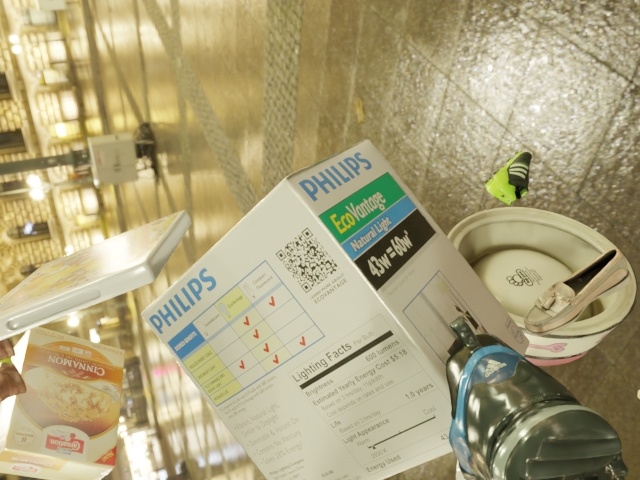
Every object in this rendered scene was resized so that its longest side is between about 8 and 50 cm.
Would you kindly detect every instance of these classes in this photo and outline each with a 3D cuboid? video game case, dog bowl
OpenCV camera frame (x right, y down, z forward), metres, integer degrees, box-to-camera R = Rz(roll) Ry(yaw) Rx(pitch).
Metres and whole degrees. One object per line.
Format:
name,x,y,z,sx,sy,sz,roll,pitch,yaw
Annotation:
video game case,-0.262,0.035,0.693,0.227,0.207,0.026,-99,-12,-74
dog bowl,0.465,0.103,1.356,0.408,0.408,0.150,-123,25,-43

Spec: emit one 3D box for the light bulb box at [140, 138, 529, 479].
light bulb box,0.014,0.121,0.837,0.358,0.225,0.361,-39,88,35

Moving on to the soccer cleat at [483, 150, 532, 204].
soccer cleat,0.382,-0.122,1.198,0.072,0.179,0.060,45,136,8

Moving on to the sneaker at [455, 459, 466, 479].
sneaker,0.271,0.573,1.110,0.137,0.210,0.365,-28,69,57

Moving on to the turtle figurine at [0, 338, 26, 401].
turtle figurine,-0.436,0.161,0.636,0.087,0.217,0.269,25,130,41

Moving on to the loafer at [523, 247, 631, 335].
loafer,0.261,0.050,0.629,0.039,0.125,0.045,63,174,-29

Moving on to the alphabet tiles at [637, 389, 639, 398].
alphabet tiles,0.548,0.213,0.722,0.278,0.284,0.021,-161,70,-69

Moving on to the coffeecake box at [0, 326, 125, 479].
coffeecake box,-0.356,0.227,0.840,0.068,0.142,0.185,-43,39,29

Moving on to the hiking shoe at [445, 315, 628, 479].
hiking shoe,0.174,0.197,0.501,0.132,0.113,0.304,-119,11,-51
